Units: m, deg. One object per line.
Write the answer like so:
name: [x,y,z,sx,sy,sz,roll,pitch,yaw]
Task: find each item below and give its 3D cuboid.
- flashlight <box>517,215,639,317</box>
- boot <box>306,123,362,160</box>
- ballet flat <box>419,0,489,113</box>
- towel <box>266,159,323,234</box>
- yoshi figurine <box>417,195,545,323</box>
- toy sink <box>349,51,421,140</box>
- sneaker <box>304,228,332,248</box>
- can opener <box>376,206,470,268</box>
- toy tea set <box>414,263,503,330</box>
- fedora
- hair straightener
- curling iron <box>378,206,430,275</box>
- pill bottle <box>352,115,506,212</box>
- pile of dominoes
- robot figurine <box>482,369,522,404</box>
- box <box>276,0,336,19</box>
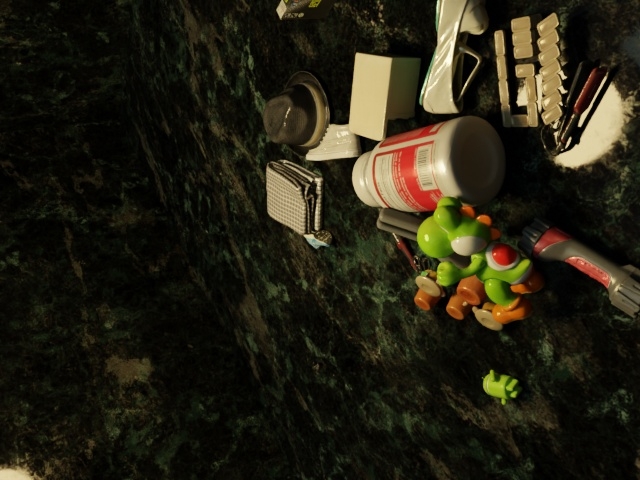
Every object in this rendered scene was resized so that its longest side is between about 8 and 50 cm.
flashlight: [0.609,0.060,1.266,0.304,0.103,0.103,43,163,35]
boot: [0.043,-0.348,1.921,0.258,0.095,0.123,3,101,46]
ballet flat: [0.352,-0.503,1.373,0.139,0.139,0.399,41,140,38]
towel: [-0.113,-0.172,2.187,0.284,0.121,0.234,34,132,43]
yoshi figurine: [0.383,0.040,1.383,0.362,0.203,0.203,45,-166,-17]
toy sink: [0.191,-0.427,1.617,0.153,0.131,0.234,29,123,46]
sneaker: [0.000,0.000,2.175,0.162,0.063,0.073,20,139,55]
can opener: [0.290,-0.012,1.518,0.281,0.093,0.074,23,146,8]
toy tea set: [0.408,0.138,1.618,0.336,0.124,0.200,10,142,50]
fedora: [-0.108,-0.454,2.018,0.334,0.153,0.333,30,129,46]
hair straightener: [0.559,-0.295,1.235,0.089,0.047,0.230,-117,25,-45]
curling iron: [0.271,-0.001,1.785,0.274,0.035,0.068,58,140,20]
pill bottle: [0.278,-0.192,1.509,0.408,0.229,0.228,-2,103,56]
pile of dominoes: [0.496,-0.391,1.272,0.196,0.040,0.251,26,131,63]
robot figurine: [0.523,0.422,1.586,0.115,0.067,0.101,-4,121,56]
box: [-0.021,-0.774,1.715,0.191,0.184,0.045,-39,70,54]
